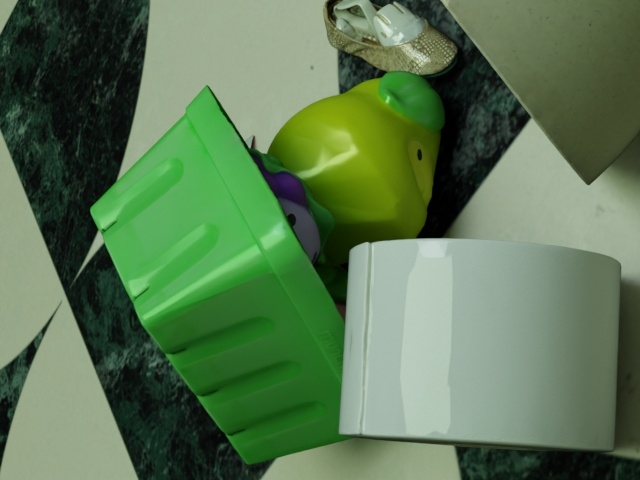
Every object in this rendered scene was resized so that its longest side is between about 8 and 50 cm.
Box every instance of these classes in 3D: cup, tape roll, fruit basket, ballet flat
[{"bbox_3d":[0.221,-0.247,1.376,0.237,0.331,0.331,-37,50,9],"label":"cup"},{"bbox_3d":[0.141,0.098,1.417,0.246,0.246,0.169,-6,78,51],"label":"tape roll"},{"bbox_3d":[0.000,0.000,1.600,0.392,0.392,0.283,-56,44,28],"label":"fruit basket"},{"bbox_3d":[0.065,-0.224,1.714,0.073,0.067,0.206,-42,35,-20],"label":"ballet flat"}]

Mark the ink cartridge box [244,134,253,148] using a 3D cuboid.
[{"bbox_3d":[-0.114,-0.018,1.945,0.145,0.045,0.179,-36,37,42],"label":"ink cartridge box"}]
